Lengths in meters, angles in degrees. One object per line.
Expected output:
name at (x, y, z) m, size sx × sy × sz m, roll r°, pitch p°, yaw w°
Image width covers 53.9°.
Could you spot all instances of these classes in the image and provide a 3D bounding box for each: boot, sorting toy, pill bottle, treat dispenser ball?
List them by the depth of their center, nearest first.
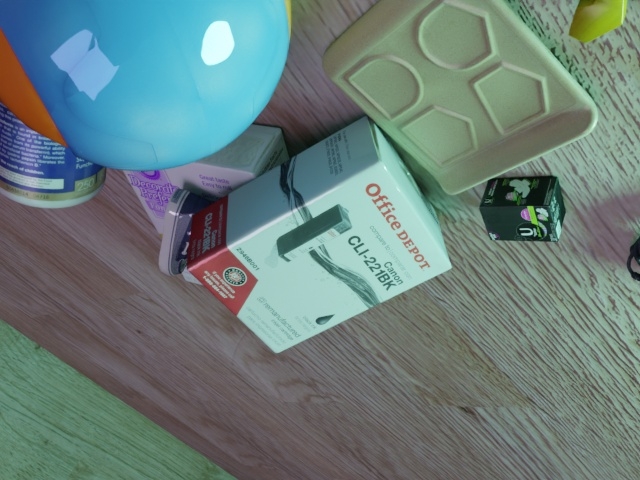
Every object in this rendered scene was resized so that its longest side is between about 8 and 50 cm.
treat dispenser ball at (-0.170, -0.209, 0.582) m, size 0.288 × 0.288 × 0.288 m, roll 18°, pitch 147°, yaw 13°
sorting toy at (0.166, -0.179, 0.626) m, size 0.229 × 0.041 × 0.307 m, roll 43°, pitch 144°, yaw -16°
pill bottle at (-0.349, -0.186, 0.812) m, size 0.153 × 0.153 × 0.264 m, roll 23°, pitch 126°, yaw 6°
boot at (-0.182, 0.006, 0.919) m, size 0.086 × 0.069 × 0.190 m, roll 22°, pitch 146°, yaw -1°

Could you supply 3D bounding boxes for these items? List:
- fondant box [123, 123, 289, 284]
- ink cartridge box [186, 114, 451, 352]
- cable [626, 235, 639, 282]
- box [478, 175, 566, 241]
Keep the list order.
fondant box at (-0.148, -0.039, 0.984) m, size 0.238 × 0.096 × 0.330 m, roll 12°, pitch 144°, yaw 21°
ink cartridge box at (0.000, 0.000, 0.802) m, size 0.273 × 0.114 × 0.197 m, roll -29°, pitch 126°, yaw 16°
cable at (0.451, 0.019, 0.700) m, size 0.184 × 0.047 × 0.150 m, roll 20°, pitch 142°, yaw 15°
box at (0.241, -0.037, 0.752) m, size 0.083 × 0.052 × 0.062 m, roll 2°, pitch 139°, yaw 34°
